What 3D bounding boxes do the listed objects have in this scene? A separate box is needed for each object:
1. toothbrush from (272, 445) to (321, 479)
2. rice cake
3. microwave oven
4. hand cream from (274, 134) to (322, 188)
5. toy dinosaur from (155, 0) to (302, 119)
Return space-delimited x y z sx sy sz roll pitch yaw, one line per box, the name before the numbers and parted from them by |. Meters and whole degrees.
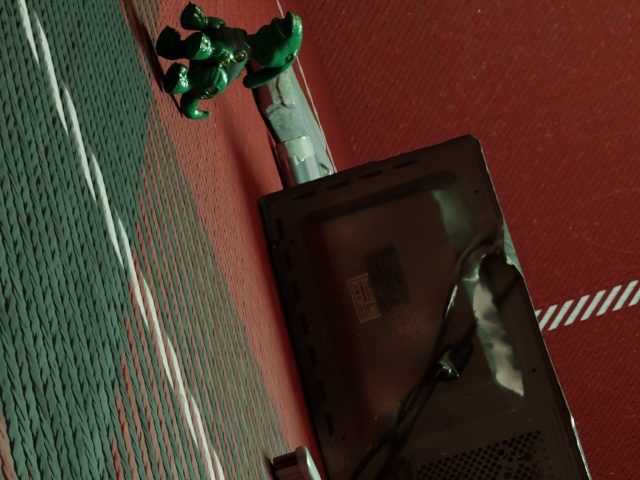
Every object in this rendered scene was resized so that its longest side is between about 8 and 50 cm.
toothbrush | 0.020 0.263 1.347 0.342 0.030 0.025 67 8 -50
rice cake | -0.036 -0.157 2.109 0.298 0.050 0.106 62 12 -68
microwave oven | 0.123 0.163 1.686 0.374 0.236 0.432 61 12 -64
hand cream | 0.000 0.000 2.001 0.079 0.048 0.255 -19 94 -80
toy dinosaur | -0.074 -0.137 1.290 0.096 0.132 0.059 11 50 -32
